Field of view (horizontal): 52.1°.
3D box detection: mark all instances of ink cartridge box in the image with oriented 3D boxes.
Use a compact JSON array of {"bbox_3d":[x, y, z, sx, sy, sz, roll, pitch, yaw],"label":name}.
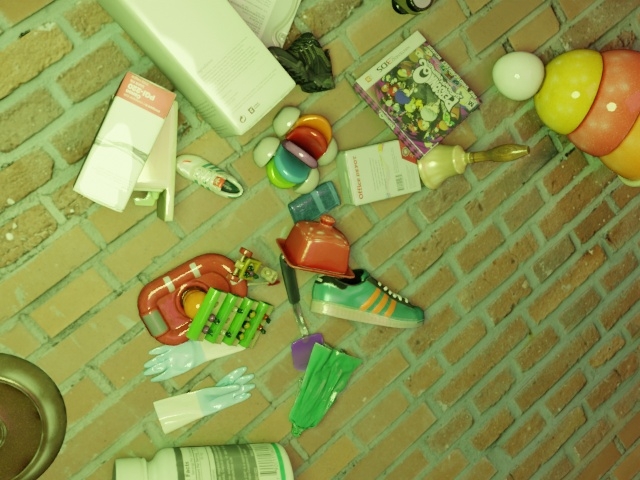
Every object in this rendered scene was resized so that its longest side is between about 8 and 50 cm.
[{"bbox_3d":[-0.343,-0.168,1.132,0.092,0.158,0.218,23,88,-22],"label":"ink cartridge box"},{"bbox_3d":[0.132,-0.161,1.515,0.175,0.072,0.128,-14,100,-18],"label":"ink cartridge box"}]

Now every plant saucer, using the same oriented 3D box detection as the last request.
[{"bbox_3d":[-0.669,0.378,1.297,0.310,0.050,0.311,-2,96,-19],"label":"plant saucer"}]

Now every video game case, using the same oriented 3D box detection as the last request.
[{"bbox_3d":[0.224,-0.334,1.501,0.210,0.042,0.232,-41,89,-16],"label":"video game case"}]

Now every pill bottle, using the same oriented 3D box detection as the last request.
[{"bbox_3d":[-0.252,0.541,1.385,0.360,0.204,0.205,4,95,-20],"label":"pill bottle"}]

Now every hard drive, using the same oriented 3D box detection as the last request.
[{"bbox_3d":[-0.176,-0.483,1.371,0.236,0.064,0.339,23,89,-21],"label":"hard drive"}]

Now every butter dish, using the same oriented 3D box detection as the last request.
[{"bbox_3d":[0.000,0.000,1.428,0.160,0.160,0.118,12,109,-21],"label":"butter dish"}]

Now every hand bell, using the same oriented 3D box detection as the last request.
[{"bbox_3d":[0.355,-0.189,1.487,0.126,0.241,0.126,5,83,-50],"label":"hand bell"}]

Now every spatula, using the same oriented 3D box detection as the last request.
[{"bbox_3d":[-0.051,0.166,1.507,0.084,0.030,0.297,-18,102,-17],"label":"spatula"}]

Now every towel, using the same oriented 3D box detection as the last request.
[{"bbox_3d":[-0.013,-0.082,1.488,0.119,0.029,0.067,-31,119,-14],"label":"towel"}]

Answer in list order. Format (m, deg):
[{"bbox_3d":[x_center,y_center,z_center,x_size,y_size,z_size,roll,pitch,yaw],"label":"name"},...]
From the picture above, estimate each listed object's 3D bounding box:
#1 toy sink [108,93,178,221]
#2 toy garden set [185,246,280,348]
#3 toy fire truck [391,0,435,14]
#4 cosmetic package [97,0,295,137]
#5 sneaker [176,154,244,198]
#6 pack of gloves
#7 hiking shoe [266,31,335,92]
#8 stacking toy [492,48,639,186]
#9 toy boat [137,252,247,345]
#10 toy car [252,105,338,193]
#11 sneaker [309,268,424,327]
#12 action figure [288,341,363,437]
[{"bbox_3d":[-0.362,-0.159,1.293,0.131,0.152,0.235,1,97,-20],"label":"toy sink"},{"bbox_3d":[-0.149,0.131,1.365,0.204,0.049,0.244,-62,154,0],"label":"toy garden set"},{"bbox_3d":[0.200,-0.660,1.459,0.217,0.158,0.246,33,95,-20],"label":"toy fire truck"},{"bbox_3d":[-0.239,-0.376,1.224,0.155,0.197,0.366,-44,110,-10],"label":"cosmetic package"},{"bbox_3d":[-0.231,-0.136,1.383,0.161,0.075,0.057,28,86,-21],"label":"sneaker"},{"bbox_3d":[-0.261,0.301,1.439,0.231,0.046,0.195,-21,104,-17],"label":"pack of gloves"},{"bbox_3d":[-0.051,-0.388,1.388,0.226,0.086,0.114,4,82,-58],"label":"hiking shoe"},{"bbox_3d":[0.653,-0.362,1.606,0.479,0.350,0.351,19,90,-3],"label":"stacking toy"},{"bbox_3d":[-0.259,0.126,1.362,0.231,0.151,0.151,-30,106,-14],"label":"toy boat"},{"bbox_3d":[-0.043,-0.193,1.413,0.159,0.136,0.182,35,84,-20],"label":"toy car"},{"bbox_3d":[0.122,0.132,1.527,0.302,0.108,0.121,12,86,-26],"label":"sneaker"},{"bbox_3d":[-0.011,0.356,1.527,0.137,0.063,0.232,26,94,-22],"label":"action figure"}]
